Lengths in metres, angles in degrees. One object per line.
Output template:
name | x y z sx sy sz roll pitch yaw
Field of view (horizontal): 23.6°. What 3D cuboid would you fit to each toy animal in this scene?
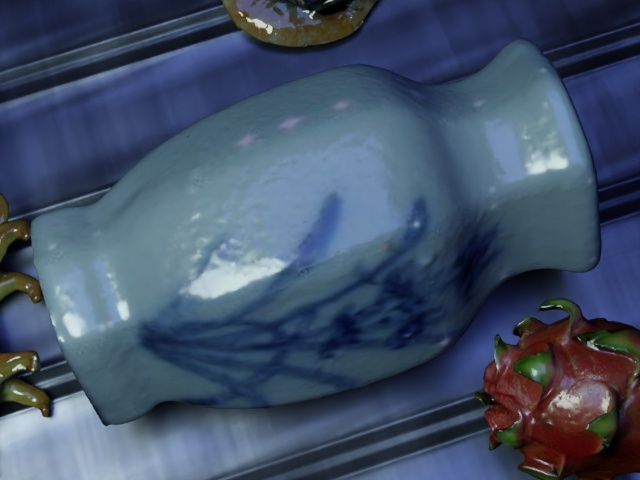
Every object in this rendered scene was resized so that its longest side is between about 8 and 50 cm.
toy animal | -0.272 0.079 1.222 0.099 0.057 0.241 -7 79 -3

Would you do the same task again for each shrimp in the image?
shrimp | -0.007 -0.274 1.341 0.152 0.046 0.219 6 77 4

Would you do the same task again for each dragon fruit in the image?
dragon fruit | 0.234 0.128 1.173 0.236 0.135 0.137 15 66 -13

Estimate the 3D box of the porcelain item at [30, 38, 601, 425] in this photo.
porcelain item | 0.000 0.000 1.158 0.405 0.242 0.178 -20 54 -3
